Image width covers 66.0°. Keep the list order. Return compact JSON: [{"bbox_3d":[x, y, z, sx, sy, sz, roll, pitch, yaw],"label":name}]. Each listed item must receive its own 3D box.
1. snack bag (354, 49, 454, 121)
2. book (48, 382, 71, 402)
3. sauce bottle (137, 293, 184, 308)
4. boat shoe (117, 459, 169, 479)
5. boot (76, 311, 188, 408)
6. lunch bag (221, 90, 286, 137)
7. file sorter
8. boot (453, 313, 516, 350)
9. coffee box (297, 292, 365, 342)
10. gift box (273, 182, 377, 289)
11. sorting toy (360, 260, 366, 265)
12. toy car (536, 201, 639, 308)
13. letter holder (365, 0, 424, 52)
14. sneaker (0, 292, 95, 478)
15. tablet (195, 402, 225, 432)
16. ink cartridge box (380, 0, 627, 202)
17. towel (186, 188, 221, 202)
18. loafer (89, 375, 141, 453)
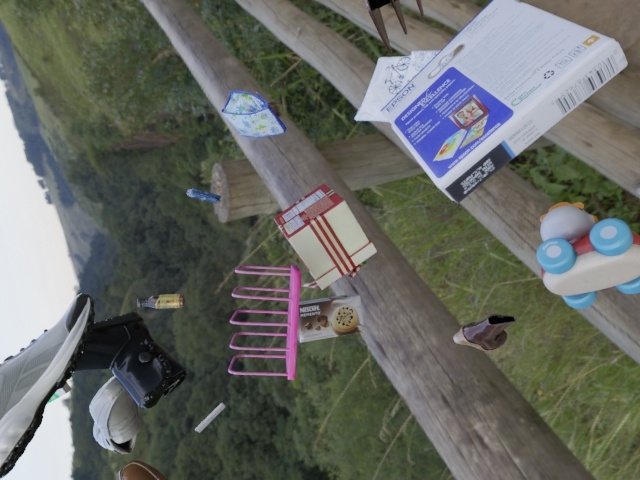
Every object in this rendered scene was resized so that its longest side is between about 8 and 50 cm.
[{"bbox_3d":[0.323,-0.607,1.938,0.342,0.037,0.323,13,77,35],"label":"snack bag"},{"bbox_3d":[-0.765,0.375,1.356,0.144,0.096,0.035,58,-164,-7],"label":"book"},{"bbox_3d":[-0.457,0.176,1.417,0.042,0.128,0.042,176,90,-82],"label":"sauce bottle"},{"bbox_3d":[-0.442,0.749,1.385,0.324,0.122,0.120,41,143,14],"label":"boat shoe"},{"bbox_3d":[-0.428,0.268,1.040,0.207,0.246,0.094,43,121,20],"label":"boot"},{"bbox_3d":[-0.186,-0.363,1.432,0.151,0.096,0.129,15,166,27],"label":"lunch bag"},{"bbox_3d":[-0.157,0.217,1.388,0.202,0.182,0.291,-163,76,-85],"label":"file sorter"},{"bbox_3d":[0.617,0.320,1.736,0.207,0.248,0.090,-48,45,52],"label":"boot"},{"bbox_3d":[0.032,0.340,2.190,0.119,0.297,0.168,177,87,-80],"label":"coffee box"},{"bbox_3d":[0.000,0.000,1.665,0.258,0.276,0.255,55,-177,-27],"label":"gift box"},{"bbox_3d":[0.157,0.090,2.035,0.102,0.061,0.042,-118,38,-62],"label":"sorting toy"},{"bbox_3d":[0.587,-0.009,1.108,0.210,0.219,0.238,-25,46,29],"label":"toy car"},{"bbox_3d":[0.232,-0.756,1.548,0.302,0.152,0.214,13,-116,-69],"label":"letter holder"},{"bbox_3d":[-0.412,0.185,0.691,0.108,0.271,0.100,29,147,-8],"label":"sneaker"},{"bbox_3d":[-0.259,0.419,1.165,0.006,0.083,0.054,41,158,17],"label":"tablet"},{"bbox_3d":[0.272,-0.250,0.831,0.303,0.072,0.307,-42,33,18],"label":"ink cartridge box"},{"bbox_3d":[-0.443,-0.168,1.870,0.067,0.119,0.029,-2,78,55],"label":"towel"},{"bbox_3d":[-0.480,0.424,1.187,0.111,0.112,0.319,34,138,9],"label":"loafer"}]
